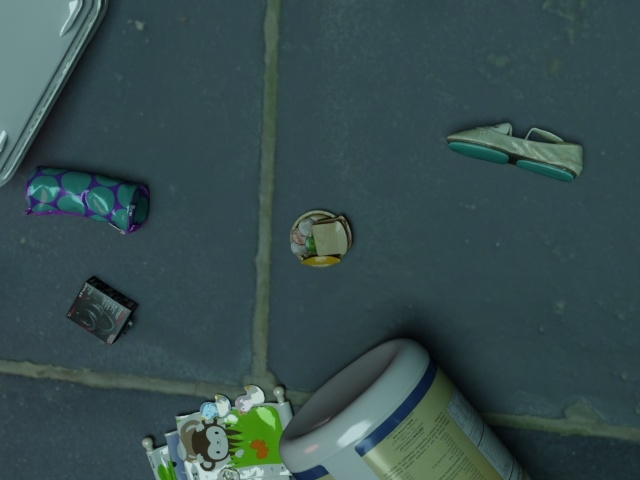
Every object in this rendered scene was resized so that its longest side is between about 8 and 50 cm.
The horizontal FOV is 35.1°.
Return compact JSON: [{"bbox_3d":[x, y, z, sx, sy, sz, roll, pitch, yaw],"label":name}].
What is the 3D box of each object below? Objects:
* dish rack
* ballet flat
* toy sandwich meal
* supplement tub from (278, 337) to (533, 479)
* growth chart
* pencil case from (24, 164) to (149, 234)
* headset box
[{"bbox_3d":[-0.430,-0.234,1.203,0.286,0.072,0.332,28,96,-32],"label":"dish rack"},{"bbox_3d":[0.239,-0.116,1.239,0.168,0.057,0.052,16,79,1],"label":"ballet flat"},{"bbox_3d":[0.000,0.000,1.311,0.086,0.029,0.085,2,105,9],"label":"toy sandwich meal"},{"bbox_3d":[0.125,0.306,1.268,0.228,0.228,0.316,-38,96,16],"label":"supplement tub"},{"bbox_3d":[-0.133,0.300,1.417,0.237,0.021,0.171,-21,99,13],"label":"growth chart"},{"bbox_3d":[-0.306,-0.053,1.328,0.152,0.064,0.070,11,81,7],"label":"pencil case"},{"bbox_3d":[-0.295,0.098,1.383,0.083,0.032,0.062,34,107,1],"label":"headset box"}]
